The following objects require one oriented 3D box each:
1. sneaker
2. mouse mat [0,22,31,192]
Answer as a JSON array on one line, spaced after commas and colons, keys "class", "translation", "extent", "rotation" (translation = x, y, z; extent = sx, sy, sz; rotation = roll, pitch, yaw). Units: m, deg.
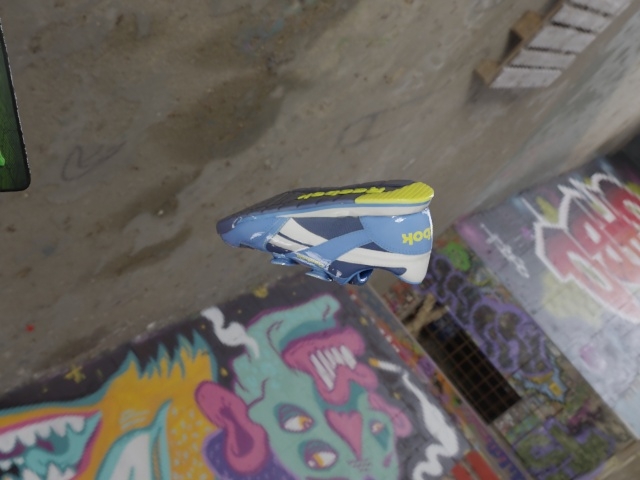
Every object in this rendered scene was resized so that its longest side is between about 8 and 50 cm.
[{"class": "sneaker", "translation": [0.000, 0.000, 0.463], "extent": [0.144, 0.059, 0.053], "rotation": [-1, -160, 32]}, {"class": "mouse mat", "translation": [-0.360, -0.133, 0.729], "extent": [0.153, 0.189, 0.007], "rotation": [-3, -159, 2]}]
